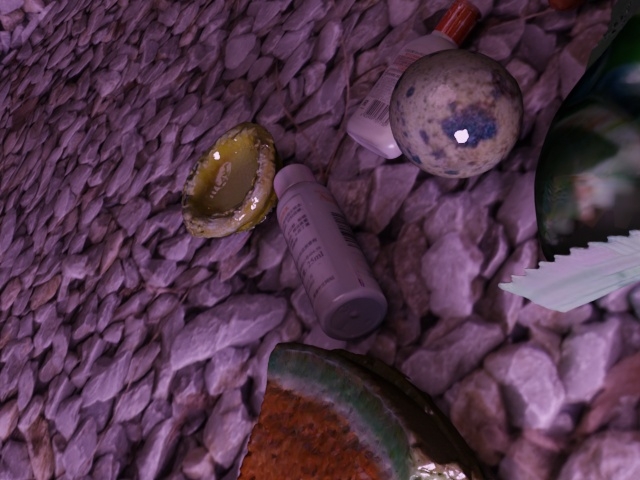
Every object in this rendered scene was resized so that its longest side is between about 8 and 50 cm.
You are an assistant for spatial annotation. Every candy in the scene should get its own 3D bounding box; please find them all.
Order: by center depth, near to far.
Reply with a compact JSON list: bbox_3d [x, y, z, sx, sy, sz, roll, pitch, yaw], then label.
[{"bbox_3d":[0.292,-0.135,0.661,0.263,0.172,0.398,138,149,-65],"label":"candy"}]

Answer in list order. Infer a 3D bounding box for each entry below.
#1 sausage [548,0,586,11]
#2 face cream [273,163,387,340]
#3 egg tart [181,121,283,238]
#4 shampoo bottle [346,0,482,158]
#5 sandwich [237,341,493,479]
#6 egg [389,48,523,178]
[{"bbox_3d":[0.377,-0.356,0.819,0.304,0.078,0.078,-29,46,26],"label":"sausage"},{"bbox_3d":[0.000,0.000,0.923,0.082,0.082,0.269,-40,42,16],"label":"face cream"},{"bbox_3d":[-0.119,-0.075,1.086,0.197,0.078,0.197,-30,42,32],"label":"egg tart"},{"bbox_3d":[0.126,-0.210,0.973,0.221,0.051,0.108,-53,39,0],"label":"shampoo bottle"},{"bbox_3d":[0.021,0.205,0.737,0.212,0.109,0.292,-44,41,10],"label":"sandwich"},{"bbox_3d":[0.145,-0.140,0.841,0.141,0.141,0.182,-50,21,5],"label":"egg"}]
